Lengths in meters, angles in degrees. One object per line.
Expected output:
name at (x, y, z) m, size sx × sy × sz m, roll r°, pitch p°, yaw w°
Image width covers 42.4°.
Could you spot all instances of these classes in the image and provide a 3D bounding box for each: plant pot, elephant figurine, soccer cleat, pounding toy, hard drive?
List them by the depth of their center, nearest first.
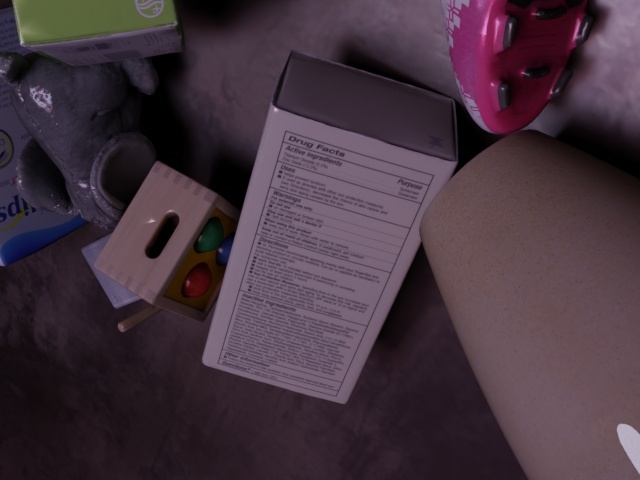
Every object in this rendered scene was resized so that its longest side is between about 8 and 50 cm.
soccer cleat at (0.122, -0.247, 0.598) m, size 0.143 × 0.116 × 0.331 m, roll 31°, pitch 133°, yaw 46°
plant pot at (0.207, 0.054, 0.620) m, size 0.274 × 0.256 × 0.256 m, roll 53°, pitch 135°, yaw 21°
elephant figurine at (-0.234, -0.082, 0.883) m, size 0.169 × 0.185 × 0.240 m, roll -156°, pitch 58°, yaw -68°
pounding toy at (-0.146, 0.040, 0.909) m, size 0.094 × 0.206 × 0.181 m, roll 29°, pitch 85°, yaw 21°
hard drive at (-0.246, 0.030, 1.068) m, size 0.135 × 0.022 × 0.094 m, roll -21°, pitch 101°, yaw 41°

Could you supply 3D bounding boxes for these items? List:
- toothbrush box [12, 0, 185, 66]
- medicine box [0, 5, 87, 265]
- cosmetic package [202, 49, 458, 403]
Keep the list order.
toothbrush box at (-0.194, -0.297, 0.675) m, size 0.122 × 0.206 × 0.283 m, roll -9°, pitch 100°, yaw -7°
medicine box at (-0.472, -0.131, 1.059) m, size 0.263 × 0.149 × 0.289 m, roll 5°, pitch 118°, yaw 35°
cosmetic package at (0.000, 0.000, 0.773) m, size 0.160 × 0.113 × 0.310 m, roll 17°, pitch 127°, yaw -5°
